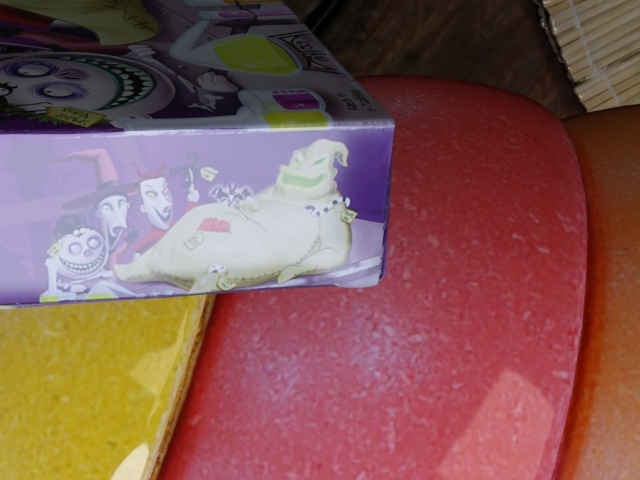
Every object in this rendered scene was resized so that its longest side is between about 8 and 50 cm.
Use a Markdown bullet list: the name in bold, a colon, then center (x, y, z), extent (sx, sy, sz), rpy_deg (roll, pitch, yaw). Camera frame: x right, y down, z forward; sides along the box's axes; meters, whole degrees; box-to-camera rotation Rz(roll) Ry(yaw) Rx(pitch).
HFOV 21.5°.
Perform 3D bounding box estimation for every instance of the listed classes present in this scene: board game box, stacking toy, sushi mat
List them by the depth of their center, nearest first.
- **board game box**: center (-0.132, -0.074, 0.489), extent (0.208, 0.347, 0.056), rpy_deg (-7, 117, -16)
- **stacking toy**: center (-0.049, 0.055, 0.561), extent (0.480, 0.350, 0.351), rpy_deg (18, 73, -10)
- **sushi mat**: center (0.263, -0.156, 1.074), extent (0.316, 0.019, 0.151), rpy_deg (-28, 100, -31)
